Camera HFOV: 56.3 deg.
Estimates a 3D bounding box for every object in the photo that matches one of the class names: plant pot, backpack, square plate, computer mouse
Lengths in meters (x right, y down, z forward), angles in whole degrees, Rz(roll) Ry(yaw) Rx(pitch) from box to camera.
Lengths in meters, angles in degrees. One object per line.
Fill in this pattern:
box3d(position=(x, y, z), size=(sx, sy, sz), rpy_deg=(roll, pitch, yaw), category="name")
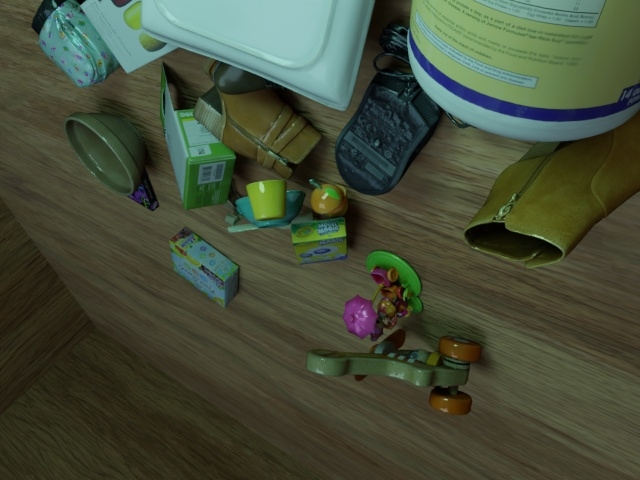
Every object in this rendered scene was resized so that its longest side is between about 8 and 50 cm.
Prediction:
box3d(position=(-0.524, -0.237, 1.515), size=(0.237, 0.110, 0.237), rpy_deg=(30, 147, 22), category="plant pot")
box3d(position=(-0.513, -0.418, 1.263), size=(0.182, 0.115, 0.152), rpy_deg=(49, 147, -17), category="backpack")
box3d(position=(-0.086, -0.369, 0.736), size=(0.344, 0.049, 0.347), rpy_deg=(24, 127, 13), category="square plate")
box3d(position=(0.118, -0.172, 0.890), size=(0.188, 0.072, 0.272), rpy_deg=(43, 138, 3), category="computer mouse")

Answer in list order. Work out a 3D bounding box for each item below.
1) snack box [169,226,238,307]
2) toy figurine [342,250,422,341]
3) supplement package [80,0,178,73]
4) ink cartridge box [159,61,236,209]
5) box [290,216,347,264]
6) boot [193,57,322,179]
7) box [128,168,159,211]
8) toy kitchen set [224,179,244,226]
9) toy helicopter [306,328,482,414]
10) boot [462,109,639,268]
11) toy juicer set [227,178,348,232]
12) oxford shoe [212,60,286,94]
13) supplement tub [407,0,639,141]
box3d(position=(-0.338, 0.082, 1.750), size=(0.207, 0.070, 0.174), rpy_deg=(36, 149, 13), category="snack box")
box3d(position=(0.114, 0.136, 1.194), size=(0.130, 0.159, 0.173), rpy_deg=(4, 134, 47), category="toy figurine")
box3d(position=(-0.261, -0.389, 0.981), size=(0.244, 0.134, 0.139), rpy_deg=(-1, 130, 50), category="supplement package")
box3d(position=(-0.267, -0.223, 1.262), size=(0.189, 0.097, 0.255), rpy_deg=(119, 136, -60), category="ink cartridge box")
box3d(position=(0.000, 0.000, 1.168), size=(0.105, 0.043, 0.179), rpy_deg=(-8, 160, 1), category="box")
box3d(position=(-0.094, -0.232, 1.026), size=(0.220, 0.109, 0.283), rpy_deg=(35, 139, -3), category="boot")
box3d(position=(-0.526, -0.165, 1.692), size=(0.116, 0.029, 0.162), rpy_deg=(28, 146, 24), category="box")
box3d(position=(-0.196, -0.084, 1.367), size=(0.083, 0.068, 0.075), rpy_deg=(26, 147, 25), category="toy kitchen set")
box3d(position=(0.131, 0.243, 1.210), size=(0.355, 0.140, 0.235), rpy_deg=(8, -176, -24), category="toy helicopter")
box3d(position=(0.315, -0.055, 0.655), size=(0.295, 0.211, 0.104), rpy_deg=(-6, 126, 52), category="boot")
box3d(position=(-0.059, -0.075, 1.146), size=(0.329, 0.209, 0.089), rpy_deg=(161, 102, -73), category="toy juicer set")
box3d(position=(-0.071, -0.260, 0.876), size=(0.227, 0.096, 0.083), rpy_deg=(-14, 130, 28), category="oxford shoe")
box3d(position=(0.203, -0.273, 0.477), size=(0.241, 0.241, 0.331), rpy_deg=(29, 148, 21), category="supplement tub")
